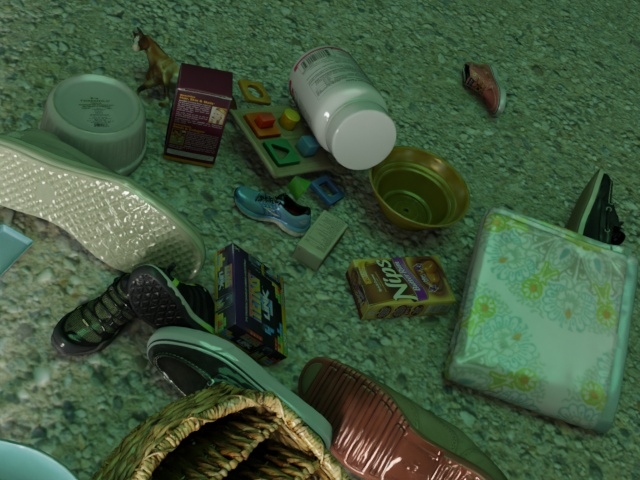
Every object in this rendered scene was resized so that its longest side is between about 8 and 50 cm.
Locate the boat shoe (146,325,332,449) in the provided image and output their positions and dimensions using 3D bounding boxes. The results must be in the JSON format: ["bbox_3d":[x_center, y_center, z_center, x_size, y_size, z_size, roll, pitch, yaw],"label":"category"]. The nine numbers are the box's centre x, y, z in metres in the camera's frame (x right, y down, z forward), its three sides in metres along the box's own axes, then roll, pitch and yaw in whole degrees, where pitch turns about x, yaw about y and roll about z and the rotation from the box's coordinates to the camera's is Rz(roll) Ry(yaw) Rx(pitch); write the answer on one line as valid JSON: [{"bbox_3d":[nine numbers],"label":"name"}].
[{"bbox_3d":[-0.138,0.255,1.379,0.335,0.121,0.119,31,43,3],"label":"boat shoe"}]

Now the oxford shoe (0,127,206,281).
[{"bbox_3d":[-0.395,-0.073,1.546,0.449,0.169,0.130,26,25,2],"label":"oxford shoe"}]

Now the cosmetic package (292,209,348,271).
[{"bbox_3d":[0.000,0.000,1.702,0.060,0.041,0.115,33,48,7],"label":"cosmetic package"}]

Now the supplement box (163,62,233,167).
[{"bbox_3d":[-0.238,-0.240,1.713,0.104,0.188,0.081,9,48,-13],"label":"supplement box"}]

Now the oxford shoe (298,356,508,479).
[{"bbox_3d":[0.135,0.327,1.447,0.397,0.141,0.146,38,18,19],"label":"oxford shoe"}]

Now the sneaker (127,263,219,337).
[{"bbox_3d":[-0.230,0.103,1.442,0.084,0.235,0.097,-15,44,21],"label":"sneaker"}]

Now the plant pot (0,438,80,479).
[{"bbox_3d":[-0.418,0.421,1.055,0.292,0.235,0.293,11,49,-13],"label":"plant pot"}]

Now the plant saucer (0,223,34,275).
[{"bbox_3d":[-0.559,0.049,1.464,0.067,0.018,0.192,29,48,4],"label":"plant saucer"}]

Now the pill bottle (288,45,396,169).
[{"bbox_3d":[0.045,-0.273,1.824,0.160,0.160,0.283,0,35,-21],"label":"pill bottle"}]

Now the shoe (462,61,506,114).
[{"bbox_3d":[0.395,-0.371,2.156,0.081,0.064,0.178,9,44,-12],"label":"shoe"}]

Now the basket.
[{"bbox_3d":[-0.134,0.333,1.153,0.223,0.214,0.299,6,34,48],"label":"basket"}]

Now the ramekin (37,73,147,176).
[{"bbox_3d":[-0.428,-0.222,1.681,0.207,0.109,0.207,11,48,-13],"label":"ramekin"}]

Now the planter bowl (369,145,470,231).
[{"bbox_3d":[0.188,-0.085,1.813,0.217,0.090,0.217,11,48,-13],"label":"planter bowl"}]

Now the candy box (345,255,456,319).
[{"bbox_3d":[0.152,0.089,1.679,0.186,0.053,0.109,-3,54,-21],"label":"candy box"}]

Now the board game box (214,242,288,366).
[{"bbox_3d":[-0.118,0.109,1.512,0.141,0.048,0.170,39,33,-42],"label":"board game box"}]

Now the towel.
[{"bbox_3d":[0.421,0.138,1.667,0.320,0.090,0.375,18,65,-1],"label":"towel"}]

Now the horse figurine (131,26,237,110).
[{"bbox_3d":[-0.280,-0.316,1.829,0.263,0.066,0.175,19,48,-22],"label":"horse figurine"}]

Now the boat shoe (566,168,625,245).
[{"bbox_3d":[0.586,-0.008,1.873,0.113,0.127,0.340,24,50,4],"label":"boat shoe"}]

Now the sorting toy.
[{"bbox_3d":[-0.072,-0.215,1.809,0.196,0.047,0.348,-12,60,-48],"label":"sorting toy"}]

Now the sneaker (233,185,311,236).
[{"bbox_3d":[-0.088,-0.072,1.708,0.162,0.073,0.063,22,47,-2],"label":"sneaker"}]

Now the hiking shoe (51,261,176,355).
[{"bbox_3d":[-0.337,0.101,1.438,0.086,0.114,0.226,43,50,18],"label":"hiking shoe"}]
